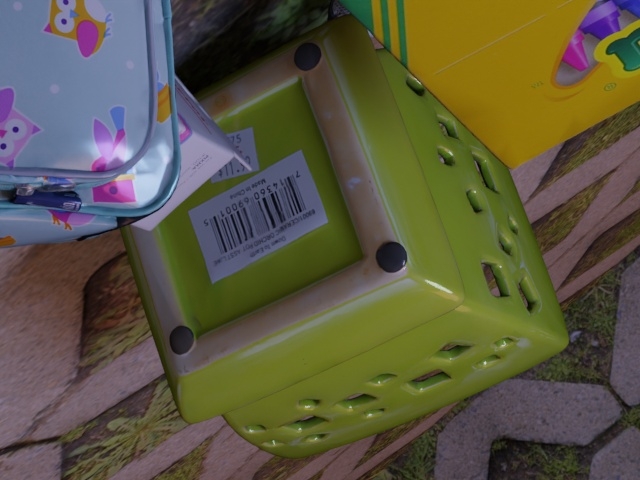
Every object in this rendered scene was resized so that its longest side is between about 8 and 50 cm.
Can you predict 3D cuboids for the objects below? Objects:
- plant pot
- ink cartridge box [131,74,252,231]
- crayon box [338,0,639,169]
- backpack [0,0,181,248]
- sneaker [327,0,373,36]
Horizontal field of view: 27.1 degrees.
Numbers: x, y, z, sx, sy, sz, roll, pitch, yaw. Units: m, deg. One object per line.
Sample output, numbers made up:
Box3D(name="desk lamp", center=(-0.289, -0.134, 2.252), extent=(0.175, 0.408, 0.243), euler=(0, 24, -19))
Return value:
Box3D(name="plant pot", center=(0.000, 0.000, 0.859), extent=(0.228, 0.227, 0.207), euler=(-25, 160, 19))
Box3D(name="ink cartridge box", center=(-0.119, -0.073, 0.670), extent=(0.067, 0.115, 0.198), euler=(-41, 162, 8))
Box3D(name="crayon box", center=(0.153, -0.213, 0.546), extent=(0.363, 0.106, 0.313), euler=(-29, 142, 22))
Box3D(name="backpack", center=(-0.146, -0.078, 0.469), extent=(0.188, 0.166, 0.144), euler=(-1, 176, -15))
Box3D(name="sneaker", center=(0.054, -0.186, 0.855), extent=(0.135, 0.052, 0.058), euler=(-42, 154, -12))
